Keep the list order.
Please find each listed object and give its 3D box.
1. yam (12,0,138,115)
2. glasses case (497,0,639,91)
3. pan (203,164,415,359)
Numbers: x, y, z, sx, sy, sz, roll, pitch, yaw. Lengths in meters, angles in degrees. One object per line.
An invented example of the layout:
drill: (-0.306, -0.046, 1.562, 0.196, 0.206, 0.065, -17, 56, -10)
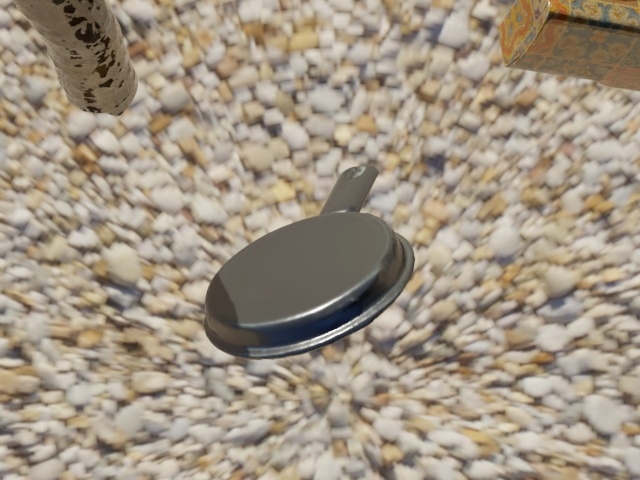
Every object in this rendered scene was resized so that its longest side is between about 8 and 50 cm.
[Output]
yam: (-0.140, -0.139, 0.959, 0.045, 0.327, 0.045, 41, 79, 16)
glasses case: (0.233, -0.129, 1.254, 0.218, 0.075, 0.049, 7, 56, -17)
pan: (0.000, 0.000, 1.189, 0.136, 0.235, 0.028, -12, 115, 19)
